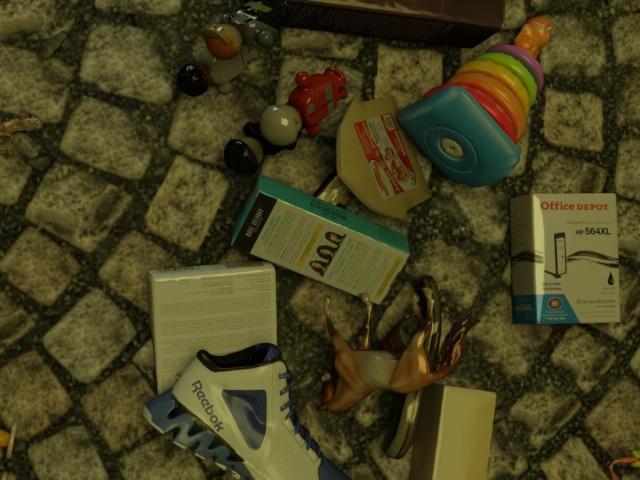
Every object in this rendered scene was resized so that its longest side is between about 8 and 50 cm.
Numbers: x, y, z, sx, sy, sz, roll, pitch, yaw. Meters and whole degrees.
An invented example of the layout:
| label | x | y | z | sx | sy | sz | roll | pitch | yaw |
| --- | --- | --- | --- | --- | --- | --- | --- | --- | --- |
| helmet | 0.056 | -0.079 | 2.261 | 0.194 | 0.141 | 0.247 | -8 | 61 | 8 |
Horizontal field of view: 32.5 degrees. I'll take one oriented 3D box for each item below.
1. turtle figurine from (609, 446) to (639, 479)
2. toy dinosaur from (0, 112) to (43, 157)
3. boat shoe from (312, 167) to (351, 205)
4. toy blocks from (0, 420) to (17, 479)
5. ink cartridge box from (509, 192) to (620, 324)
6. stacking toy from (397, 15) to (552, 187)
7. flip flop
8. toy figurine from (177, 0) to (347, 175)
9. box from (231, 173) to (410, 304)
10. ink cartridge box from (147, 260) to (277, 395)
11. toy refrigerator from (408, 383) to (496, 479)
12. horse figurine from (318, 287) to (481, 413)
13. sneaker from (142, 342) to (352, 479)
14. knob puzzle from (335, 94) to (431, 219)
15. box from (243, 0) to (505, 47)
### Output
| label | x | y | z | sx | sy | sz | roll | pitch | yaw |
| --- | --- | --- | --- | --- | --- | --- | --- | --- | --- |
| turtle figurine | 0.584 | 0.406 | 1.738 | 0.217 | 0.087 | 0.269 | -41 | 88 | -21 |
| toy dinosaur | -0.497 | -0.146 | 1.527 | 0.211 | 0.064 | 0.112 | 2 | 67 | -23 |
| boat shoe | 0.021 | -0.069 | 1.652 | 0.045 | 0.050 | 0.135 | 42 | 88 | -11 |
| toy blocks | -0.497 | 0.294 | 1.489 | 0.148 | 0.054 | 0.123 | 12 | 83 | -13 |
| ink cartridge box | 0.381 | 0.028 | 1.714 | 0.148 | 0.086 | 0.203 | -1 | 87 | -14 |
| stacking toy | 0.276 | -0.240 | 1.691 | 0.166 | 0.175 | 0.302 | 45 | 63 | -15 |
| flip flop | 0.124 | 0.185 | 1.638 | 0.080 | 0.112 | 0.277 | 15 | 88 | 2 |
| toy figurine | -0.092 | -0.215 | 1.546 | 0.148 | 0.213 | 0.209 | -40 | 97 | -27 |
| box | 0.000 | 0.000 | 1.607 | 0.244 | 0.060 | 0.101 | 23 | 116 | -14 |
| ink cartridge box | -0.155 | 0.147 | 1.599 | 0.181 | 0.056 | 0.225 | -4 | 106 | -15 |
| toy refrigerator | 0.192 | 0.352 | 1.635 | 0.094 | 0.102 | 0.270 | 10 | 83 | -13 |
| horse figurine | 0.097 | 0.159 | 1.565 | 0.066 | 0.263 | 0.175 | 11 | 76 | -57 |
| sneaker | -0.071 | 0.249 | 1.543 | 0.315 | 0.127 | 0.182 | 32 | 93 | -12 |
| knob puzzle | 0.077 | -0.118 | 1.636 | 0.213 | 0.030 | 0.213 | 22 | 59 | -42 |
| box | 0.080 | -0.414 | 1.644 | 0.381 | 0.143 | 0.191 | 5 | 84 | -12 |
